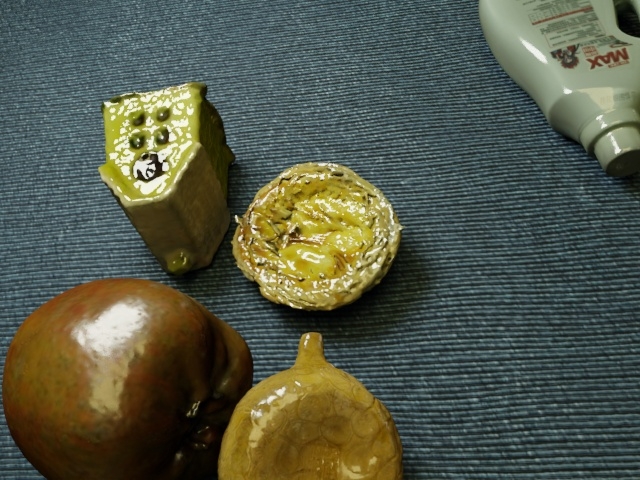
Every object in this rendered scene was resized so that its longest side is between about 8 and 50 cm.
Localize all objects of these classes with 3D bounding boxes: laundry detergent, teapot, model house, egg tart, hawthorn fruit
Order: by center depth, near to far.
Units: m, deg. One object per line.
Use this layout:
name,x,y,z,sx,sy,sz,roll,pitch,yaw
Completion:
teapot,-0.018,0.260,0.807,0.203,0.167,0.312,8,77,-11
hawthorn fruit,-0.244,0.169,0.842,0.300,0.268,0.268,9,59,29
egg tart,0.000,0.000,1.007,0.252,0.098,0.232,6,65,20
model house,-0.215,-0.082,1.046,0.174,0.193,0.234,-14,55,0
laundry detergent,0.414,-0.275,1.081,0.263,0.125,0.398,-12,56,3
